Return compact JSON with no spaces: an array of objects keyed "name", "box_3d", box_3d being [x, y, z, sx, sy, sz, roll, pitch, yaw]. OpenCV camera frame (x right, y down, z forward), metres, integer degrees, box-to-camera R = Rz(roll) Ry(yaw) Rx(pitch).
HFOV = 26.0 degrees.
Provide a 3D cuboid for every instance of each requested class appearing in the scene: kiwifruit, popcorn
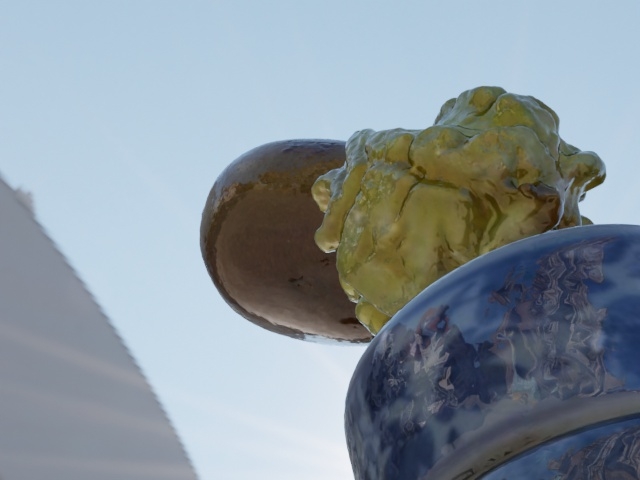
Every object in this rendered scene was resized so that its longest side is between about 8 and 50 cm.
[{"name":"kiwifruit","box_3d":[0.000,0.000,1.287,0.234,0.196,0.196,14,-44,11]},{"name":"popcorn","box_3d":[0.099,-0.006,0.912,0.187,0.167,0.185,-32,-60,4]}]

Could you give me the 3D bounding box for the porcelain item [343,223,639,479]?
[{"name":"porcelain item","box_3d":[0.086,0.082,0.429,0.147,0.114,0.147,-6,-44,-6]}]
